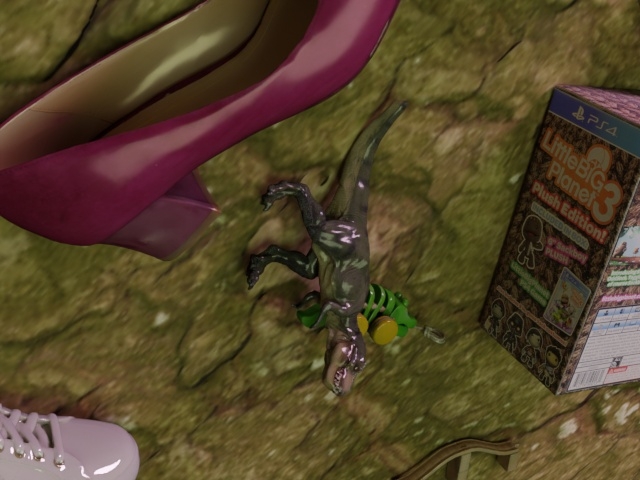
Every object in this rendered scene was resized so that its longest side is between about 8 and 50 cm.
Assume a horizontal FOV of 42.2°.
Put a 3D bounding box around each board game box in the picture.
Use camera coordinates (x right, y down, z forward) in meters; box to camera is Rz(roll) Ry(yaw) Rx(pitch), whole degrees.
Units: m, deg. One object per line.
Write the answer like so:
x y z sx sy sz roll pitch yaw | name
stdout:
0.336 -0.003 0.892 0.232 0.141 0.291 -2 118 -29 | board game box

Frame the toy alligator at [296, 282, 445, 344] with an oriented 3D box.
0.062 0.069 0.832 0.189 0.056 0.051 10 112 -34 | toy alligator

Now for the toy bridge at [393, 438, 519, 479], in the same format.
0.175 0.282 1.046 0.188 0.026 0.063 -12 122 -24 | toy bridge

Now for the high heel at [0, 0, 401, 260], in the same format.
-0.080 -0.141 0.571 0.181 0.127 0.377 21 109 -48 | high heel

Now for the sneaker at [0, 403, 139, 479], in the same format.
-0.279 0.164 0.659 0.290 0.106 0.123 2 119 -29 | sneaker

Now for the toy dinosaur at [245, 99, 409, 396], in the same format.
0.000 0.000 0.747 0.118 0.064 0.268 7 95 -12 | toy dinosaur

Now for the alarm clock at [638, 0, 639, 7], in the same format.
0.378 -0.231 0.830 0.192 0.064 0.129 6 115 -35 | alarm clock
